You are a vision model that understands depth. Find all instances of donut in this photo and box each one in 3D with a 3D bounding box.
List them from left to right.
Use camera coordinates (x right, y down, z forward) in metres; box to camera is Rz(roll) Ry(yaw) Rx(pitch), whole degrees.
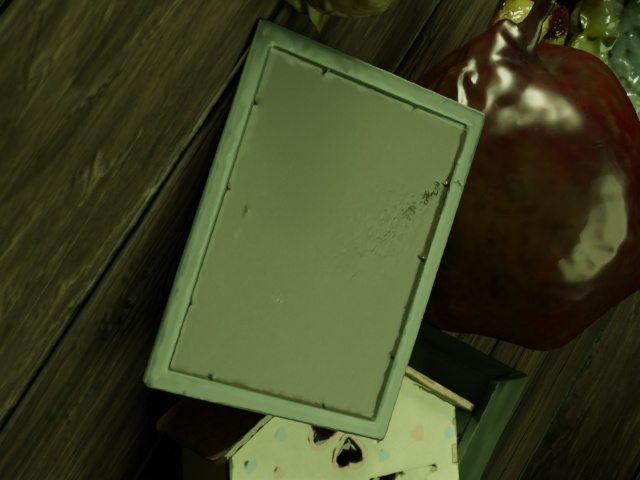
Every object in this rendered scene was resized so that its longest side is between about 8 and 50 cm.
[{"bbox_3d":[0.239,-0.232,1.357,0.140,0.059,0.140,-46,155,-29],"label":"donut"}]

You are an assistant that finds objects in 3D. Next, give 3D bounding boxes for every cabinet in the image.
[{"bbox_3d":[0.097,0.171,1.302,0.145,0.206,0.150,-66,158,7],"label":"cabinet"}]

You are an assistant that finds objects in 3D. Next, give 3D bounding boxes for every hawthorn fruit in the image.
[{"bbox_3d":[0.196,-0.047,1.173,0.308,0.308,0.325,-59,148,-9],"label":"hawthorn fruit"}]

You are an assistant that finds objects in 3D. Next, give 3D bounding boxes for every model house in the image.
[{"bbox_3d":[-0.022,0.192,1.055,0.326,0.169,0.244,-6,100,-28],"label":"model house"}]

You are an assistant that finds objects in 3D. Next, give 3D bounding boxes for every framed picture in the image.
[{"bbox_3d":[0.000,0.000,0.938,0.232,0.019,0.296,19,88,-30],"label":"framed picture"}]

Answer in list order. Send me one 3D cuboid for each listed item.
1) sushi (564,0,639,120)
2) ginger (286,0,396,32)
[{"bbox_3d":[0.499,-0.286,1.433,0.240,0.351,0.396,-37,150,-77],"label":"sushi"},{"bbox_3d":[0.045,-0.249,0.849,0.115,0.122,0.193,23,89,-48],"label":"ginger"}]
